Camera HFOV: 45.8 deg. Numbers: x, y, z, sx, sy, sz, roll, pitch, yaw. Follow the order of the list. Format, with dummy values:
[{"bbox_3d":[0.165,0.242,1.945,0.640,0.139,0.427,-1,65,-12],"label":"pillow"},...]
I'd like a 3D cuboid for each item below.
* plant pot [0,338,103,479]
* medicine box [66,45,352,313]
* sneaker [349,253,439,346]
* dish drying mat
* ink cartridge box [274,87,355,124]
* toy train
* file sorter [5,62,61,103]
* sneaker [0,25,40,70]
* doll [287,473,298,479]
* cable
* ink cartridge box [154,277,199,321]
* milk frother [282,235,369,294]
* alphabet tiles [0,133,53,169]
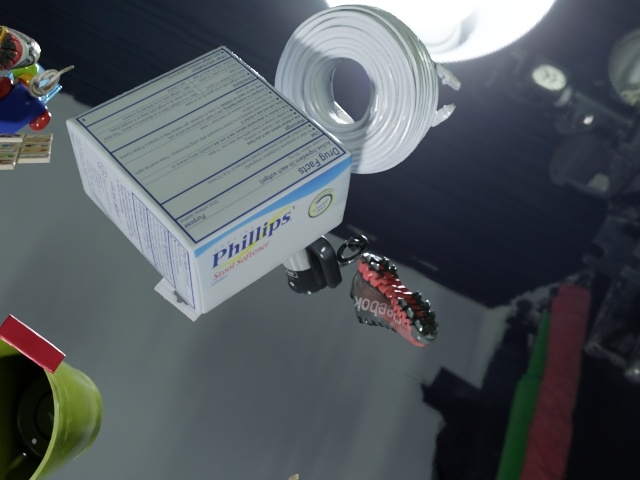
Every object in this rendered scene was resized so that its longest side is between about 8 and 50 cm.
[{"bbox_3d":[-0.678,0.398,1.717,0.367,0.366,0.353,-66,167,-7],"label":"plant pot"},{"bbox_3d":[-0.150,-0.093,1.044,0.263,0.289,0.149,-33,152,-27],"label":"medicine box"},{"bbox_3d":[0.150,0.152,1.641,0.276,0.097,0.135,50,-62,44],"label":"sneaker"},{"bbox_3d":[-0.350,0.126,0.916,0.008,0.083,0.032,-34,-157,41],"label":"dish drying mat"},{"bbox_3d":[-0.013,-0.312,2.089,0.117,0.283,0.207,-45,180,-13],"label":"ink cartridge box"},{"bbox_3d":[-0.514,-0.268,1.321,0.248,0.105,0.143,-30,-137,16],"label":"toy train"},{"bbox_3d":[-0.799,-0.382,2.007,0.170,0.118,0.104,-36,-158,17],"label":"file sorter"},{"bbox_3d":[-0.555,-0.310,1.219,0.092,0.225,0.088,-22,125,-69],"label":"sneaker"},{"bbox_3d":[-0.025,0.533,1.417,0.129,0.189,0.046,-30,-173,18],"label":"doll"},{"bbox_3d":[0.050,-0.225,1.154,0.257,0.257,0.089,-46,169,33],"label":"cable"},{"bbox_3d":[-0.252,0.044,1.639,0.225,0.056,0.181,-48,145,-9],"label":"ink cartridge box"},{"bbox_3d":[0.000,0.000,1.284,0.143,0.129,0.135,-56,143,-35],"label":"milk frother"},{"bbox_3d":[-0.464,-0.121,1.012,0.237,0.198,0.009,-137,-133,-66],"label":"alphabet tiles"}]
